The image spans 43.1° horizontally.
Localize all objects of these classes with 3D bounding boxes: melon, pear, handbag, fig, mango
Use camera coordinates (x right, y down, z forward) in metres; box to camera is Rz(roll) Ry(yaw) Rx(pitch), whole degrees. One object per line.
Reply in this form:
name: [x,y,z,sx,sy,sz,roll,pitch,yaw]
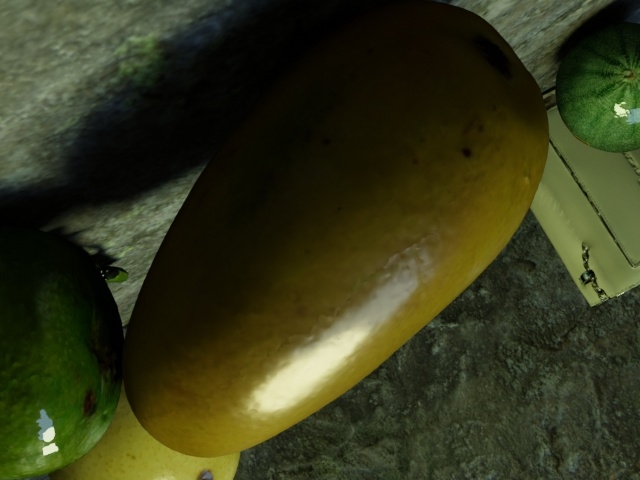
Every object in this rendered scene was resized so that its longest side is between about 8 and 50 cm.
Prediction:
melon: [0.437,-0.219,1.187,0.182,0.182,0.287,-34,166,16]
pear: [-0.305,0.358,1.413,0.348,0.348,0.348,-30,170,-6]
handbag: [0.475,-0.090,1.416,0.236,0.359,0.160,-27,171,-21]
fig: [-0.289,0.097,0.640,0.235,0.203,0.203,-11,170,3]
mango: [0.000,0.000,0.681,0.446,0.232,0.300,-47,180,5]

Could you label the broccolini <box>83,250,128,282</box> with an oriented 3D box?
broccolini: [-0.249,0.030,0.829,0.091,0.068,0.202,-19,-174,3]
